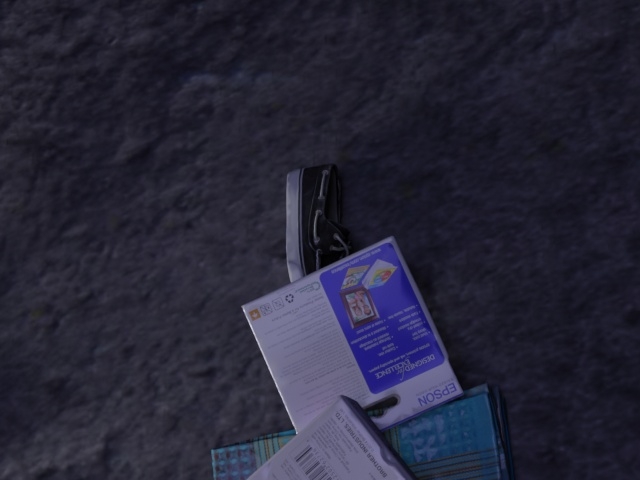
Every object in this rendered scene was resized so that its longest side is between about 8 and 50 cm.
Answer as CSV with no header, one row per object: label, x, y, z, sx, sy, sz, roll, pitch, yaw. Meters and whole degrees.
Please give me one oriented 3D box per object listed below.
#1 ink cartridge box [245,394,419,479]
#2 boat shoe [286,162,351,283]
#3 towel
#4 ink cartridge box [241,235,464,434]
ink cartridge box,-0.026,0.346,1.509,0.311,0.065,0.186,-42,64,3
boat shoe,0.000,0.000,1.677,0.070,0.078,0.219,-13,63,17
towel,0.051,0.331,1.544,0.370,0.040,0.272,-14,64,16
ink cartridge box,0.039,0.130,1.583,0.206,0.045,0.208,-25,81,8
